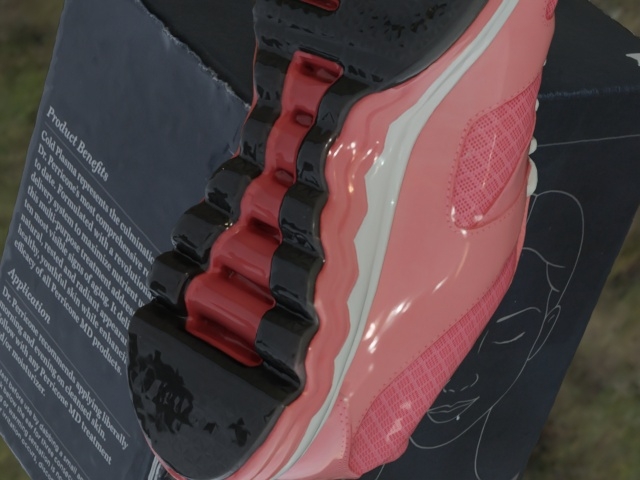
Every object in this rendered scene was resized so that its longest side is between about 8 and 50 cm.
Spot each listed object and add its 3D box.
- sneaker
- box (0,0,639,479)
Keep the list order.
[{"bbox_3d":[0.036,-0.043,0.758,0.116,0.314,0.136,31,-171,40],"label":"sneaker"},{"bbox_3d":[0.000,0.000,1.681,0.297,0.480,0.472,46,129,37],"label":"box"}]
